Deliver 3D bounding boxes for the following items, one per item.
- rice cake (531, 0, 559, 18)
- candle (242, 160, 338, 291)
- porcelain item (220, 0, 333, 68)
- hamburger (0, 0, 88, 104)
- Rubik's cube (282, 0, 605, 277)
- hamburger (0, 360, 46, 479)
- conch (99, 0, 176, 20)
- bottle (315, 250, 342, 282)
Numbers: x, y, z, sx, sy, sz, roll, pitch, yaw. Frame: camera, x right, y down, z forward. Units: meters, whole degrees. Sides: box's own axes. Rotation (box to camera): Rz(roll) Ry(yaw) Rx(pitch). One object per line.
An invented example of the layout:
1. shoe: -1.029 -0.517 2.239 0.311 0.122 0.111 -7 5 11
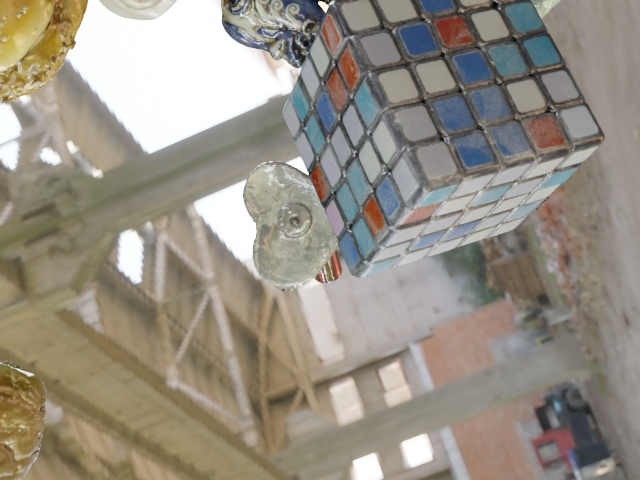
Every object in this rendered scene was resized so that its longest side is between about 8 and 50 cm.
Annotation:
1. rice cake: 0.313 -0.446 1.942 0.043 0.127 0.237 25 -158 -51
2. candle: -0.028 -0.026 1.657 0.068 0.168 0.192 22 -123 -85
3. porcelain item: -0.026 -0.406 1.708 0.186 0.288 0.138 33 166 17
4. hamburger: -0.677 -0.422 2.313 0.287 0.445 0.268 70 -166 11
5. Rubik's cube: 0.151 -0.157 1.514 0.287 0.293 0.292 66 158 17
6. hamburger: -0.500 0.285 1.547 0.134 0.284 0.266 30 123 37
7. conch: -0.288 -0.426 1.637 0.127 0.158 0.255 13 -153 -42
8. bottle: 0.000 0.000 2.029 0.060 0.060 0.164 -103 -1 -50
